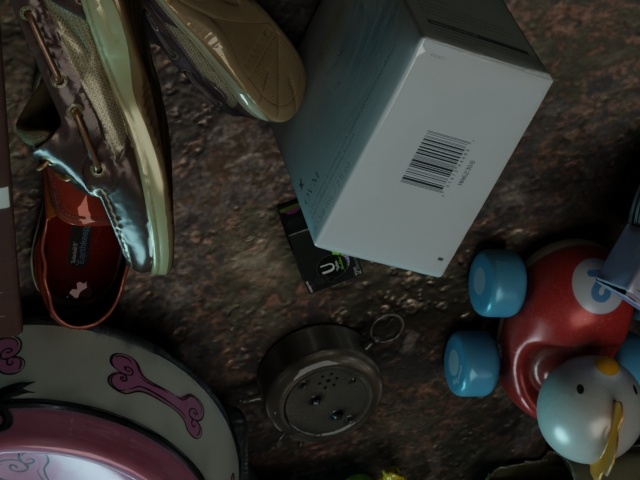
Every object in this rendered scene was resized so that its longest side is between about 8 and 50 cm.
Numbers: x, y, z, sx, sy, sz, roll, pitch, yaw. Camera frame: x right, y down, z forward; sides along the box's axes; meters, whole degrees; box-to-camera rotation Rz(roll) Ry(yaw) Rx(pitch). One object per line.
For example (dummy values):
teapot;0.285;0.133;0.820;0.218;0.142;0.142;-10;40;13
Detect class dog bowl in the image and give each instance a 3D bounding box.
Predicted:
dog bowl;-0.283;0.277;1.891;0.408;0.150;0.408;-2;127;-2

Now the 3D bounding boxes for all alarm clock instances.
alarm clock;0.015;0.144;1.991;0.192;0.064;0.129;-43;126;12

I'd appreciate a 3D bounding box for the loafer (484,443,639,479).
loafer;0.304;0.290;2.162;0.269;0.102;0.092;-15;135;-5

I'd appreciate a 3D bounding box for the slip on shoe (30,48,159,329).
slip on shoe;-0.211;-0.058;1.742;0.123;0.101;0.331;2;124;-16

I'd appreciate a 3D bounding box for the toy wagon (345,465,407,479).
toy wagon;-0.034;0.378;2.098;0.344;0.068;0.267;-48;148;-2

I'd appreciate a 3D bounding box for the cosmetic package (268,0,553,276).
cosmetic package;0.071;-0.130;1.694;0.138;0.224;0.224;15;120;-23

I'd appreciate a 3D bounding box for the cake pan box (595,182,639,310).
cake pan box;0.440;0.002;1.931;0.267;0.070;0.245;31;86;-28

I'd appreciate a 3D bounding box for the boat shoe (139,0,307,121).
boat shoe;-0.123;-0.212;1.656;0.092;0.102;0.285;-10;131;41

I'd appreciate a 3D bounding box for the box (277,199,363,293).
box;0.000;0.000;1.881;0.062;0.052;0.083;-21;130;-2

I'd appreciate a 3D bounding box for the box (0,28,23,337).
box;-0.371;-0.087;1.648;0.191;0.143;0.381;-8;126;-12

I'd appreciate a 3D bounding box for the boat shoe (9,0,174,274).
boat shoe;-0.201;-0.109;1.613;0.123;0.123;0.342;-9;131;1

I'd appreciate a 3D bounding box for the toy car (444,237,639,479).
toy car;0.279;0.140;1.953;0.219;0.238;0.210;2;125;-19

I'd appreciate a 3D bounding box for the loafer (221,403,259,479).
loafer;-0.101;0.266;2.042;0.078;0.076;0.223;-11;128;-27
